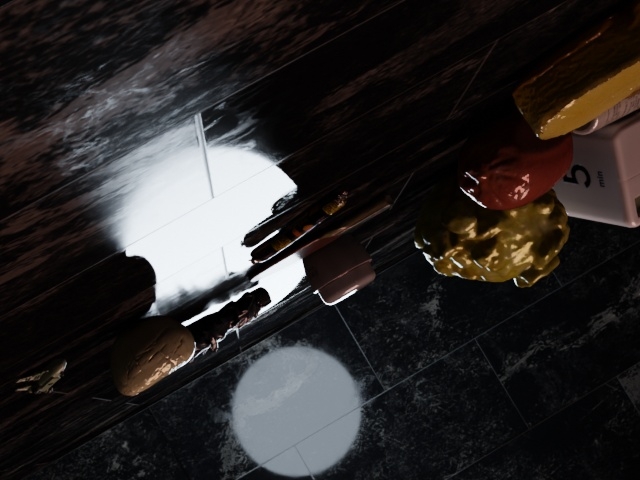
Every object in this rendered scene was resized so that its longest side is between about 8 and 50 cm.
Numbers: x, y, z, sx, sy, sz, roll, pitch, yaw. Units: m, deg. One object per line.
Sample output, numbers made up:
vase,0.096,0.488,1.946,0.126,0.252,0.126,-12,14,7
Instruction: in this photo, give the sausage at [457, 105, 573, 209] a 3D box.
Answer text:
sausage,0.293,-0.124,1.790,0.148,0.148,0.254,-35,174,35

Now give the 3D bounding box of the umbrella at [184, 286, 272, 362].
umbrella,-0.178,0.152,2.159,0.224,0.071,0.080,-32,-156,-35

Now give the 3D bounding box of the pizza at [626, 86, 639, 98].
pizza,0.606,-0.336,1.866,0.435,0.080,0.392,-28,174,-40

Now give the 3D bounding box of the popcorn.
popcorn,0.296,-0.038,2.169,0.250,0.234,0.242,2,-176,-21

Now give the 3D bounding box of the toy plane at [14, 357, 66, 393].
toy plane,-0.371,0.186,1.636,0.083,0.033,0.080,-33,159,24

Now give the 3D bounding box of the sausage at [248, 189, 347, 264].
sausage,-0.032,-0.017,1.651,0.198,0.025,0.028,-35,175,33

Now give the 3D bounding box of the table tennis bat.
table tennis bat,0.000,0.000,1.976,0.274,0.021,0.154,-31,174,19

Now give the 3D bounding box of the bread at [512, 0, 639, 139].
bread,0.348,-0.222,1.502,0.245,0.094,0.102,-35,164,30

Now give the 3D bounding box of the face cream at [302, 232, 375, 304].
face cream,0.031,0.047,2.107,0.117,0.104,0.117,-29,175,-3

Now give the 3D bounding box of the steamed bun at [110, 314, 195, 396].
steamed bun,-0.246,0.157,1.723,0.130,0.091,0.112,-33,179,-4

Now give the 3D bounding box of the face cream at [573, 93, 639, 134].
face cream,0.520,-0.257,2.082,0.269,0.082,0.082,-26,173,-38

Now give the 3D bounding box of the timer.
timer,0.540,-0.153,2.203,0.192,0.194,0.195,-27,-156,-28
